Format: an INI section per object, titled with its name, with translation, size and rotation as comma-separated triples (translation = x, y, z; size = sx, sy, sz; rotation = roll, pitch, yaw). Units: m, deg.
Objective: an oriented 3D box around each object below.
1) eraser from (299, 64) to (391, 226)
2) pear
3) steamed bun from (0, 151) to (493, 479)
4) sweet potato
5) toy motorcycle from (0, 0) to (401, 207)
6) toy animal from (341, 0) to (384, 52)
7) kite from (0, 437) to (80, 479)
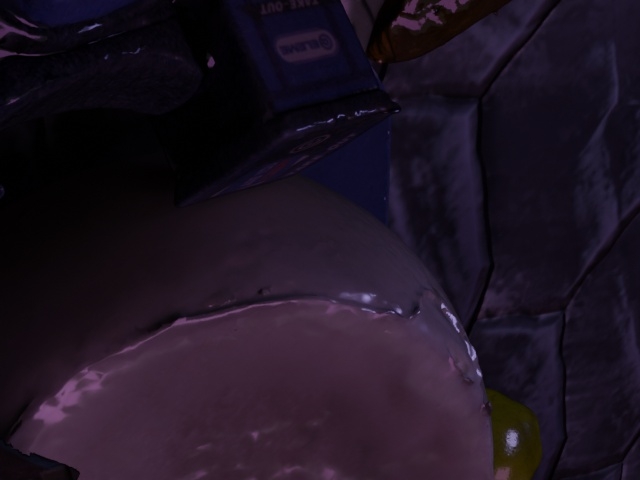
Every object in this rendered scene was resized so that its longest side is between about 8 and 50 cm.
[eraser]
translation = 0.000, 0.000, 0.996
size = 0.082, 0.036, 0.225
rotation = -25, 133, -30
[pear]
translation = 0.107, 0.150, 1.179
size = 0.097, 0.092, 0.092
rotation = -2, 131, 6
[steamed bun]
translation = -0.078, 0.106, 0.853
size = 0.324, 0.206, 0.324
rotation = -11, 119, -21
[sweet potato]
translation = 0.115, -0.190, 0.942
size = 0.243, 0.077, 0.077
rotation = -42, 139, -10
[toy motorcycle]
translation = -0.139, -0.079, 0.644
size = 0.358, 0.213, 0.125
rotation = -19, 172, -44
[toy animal]
translation = 0.014, -0.132, 0.856
size = 0.176, 0.073, 0.217
rotation = 26, 101, -29
[kite]
translation = -0.268, 0.148, 0.714
size = 0.368, 0.014, 0.406
rotation = -19, 109, 11
